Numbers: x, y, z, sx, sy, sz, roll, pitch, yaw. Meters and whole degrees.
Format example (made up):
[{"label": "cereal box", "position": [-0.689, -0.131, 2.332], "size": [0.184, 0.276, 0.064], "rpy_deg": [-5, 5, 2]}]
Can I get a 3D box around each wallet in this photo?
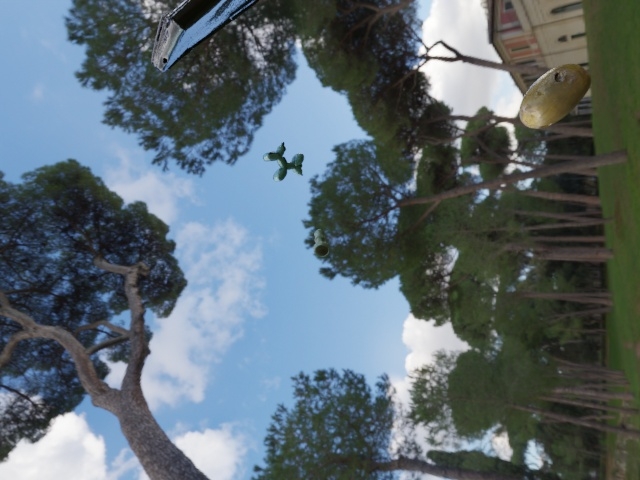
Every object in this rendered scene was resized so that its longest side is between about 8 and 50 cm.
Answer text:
[{"label": "wallet", "position": [-0.183, -0.432, 0.798], "size": [0.045, 0.172, 0.318], "rpy_deg": [43, -117, -14]}]

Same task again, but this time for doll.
[{"label": "doll", "position": [-0.133, -0.307, 1.740], "size": [0.158, 0.059, 0.159], "rpy_deg": [-42, -67, -23]}]

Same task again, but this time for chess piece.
[{"label": "chess piece", "position": [0.000, 0.000, 1.629], "size": [0.149, 0.059, 0.059], "rpy_deg": [-96, -14, -59]}]

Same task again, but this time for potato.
[{"label": "potato", "position": [0.749, -0.464, 1.412], "size": [0.150, 0.234, 0.146], "rpy_deg": [50, -173, 13]}]
